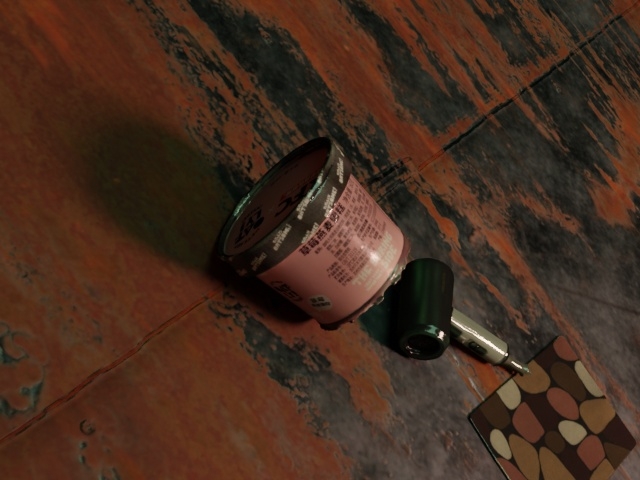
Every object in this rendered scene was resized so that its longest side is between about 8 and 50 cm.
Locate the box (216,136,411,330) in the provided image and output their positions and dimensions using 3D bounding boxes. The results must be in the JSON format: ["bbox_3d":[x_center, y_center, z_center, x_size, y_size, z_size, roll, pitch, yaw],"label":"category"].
[{"bbox_3d":[0.000,0.000,1.031,0.135,0.151,0.151,42,41,-22],"label":"box"}]

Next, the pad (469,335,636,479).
[{"bbox_3d":[0.264,0.212,1.213,0.235,0.003,0.158,-27,80,-48],"label":"pad"}]

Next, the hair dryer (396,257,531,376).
[{"bbox_3d":[0.162,0.106,1.169,0.197,0.057,0.100,32,46,-27],"label":"hair dryer"}]
